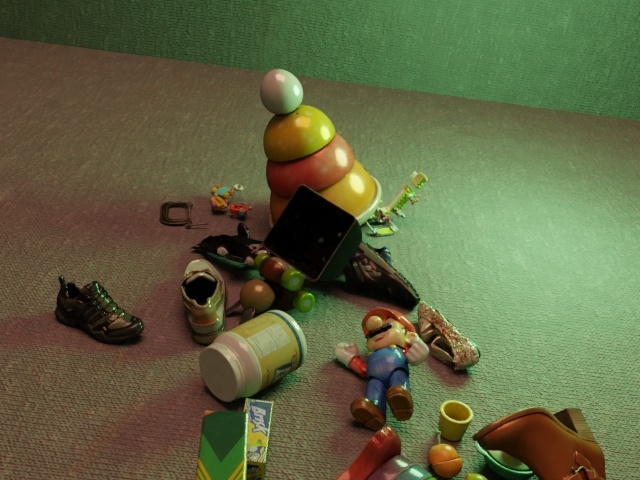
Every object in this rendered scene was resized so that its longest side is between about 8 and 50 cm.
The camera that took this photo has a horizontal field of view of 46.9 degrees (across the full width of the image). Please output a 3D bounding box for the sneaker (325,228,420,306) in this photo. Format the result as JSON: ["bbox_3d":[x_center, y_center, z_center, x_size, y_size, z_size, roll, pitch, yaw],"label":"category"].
[{"bbox_3d":[0.135,0.100,1.974,0.283,0.124,0.107,42,3,15],"label":"sneaker"}]

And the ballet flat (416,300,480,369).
[{"bbox_3d":[0.289,0.228,1.784,0.077,0.091,0.241,-28,37,-15],"label":"ballet flat"}]

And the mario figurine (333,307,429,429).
[{"bbox_3d":[0.128,0.249,1.617,0.198,0.170,0.320,7,31,2],"label":"mario figurine"}]

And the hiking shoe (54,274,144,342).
[{"bbox_3d":[-0.507,0.154,1.678,0.227,0.114,0.086,15,30,13],"label":"hiking shoe"}]

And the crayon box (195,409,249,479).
[{"bbox_3d":[-0.160,0.448,1.151,0.081,0.202,0.318,4,29,-6],"label":"crayon box"}]

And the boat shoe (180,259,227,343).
[{"bbox_3d":[-0.283,0.119,1.795,0.113,0.103,0.302,-12,32,-11],"label":"boat shoe"}]

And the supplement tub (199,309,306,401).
[{"bbox_3d":[-0.143,0.246,1.575,0.144,0.144,0.200,29,36,33],"label":"supplement tub"}]

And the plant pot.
[{"bbox_3d":[0.000,0.000,1.885,0.187,0.188,0.167,33,-1,28],"label":"plant pot"}]

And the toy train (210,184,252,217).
[{"bbox_3d":[-0.281,-0.116,2.292,0.125,0.046,0.166,2,33,-14],"label":"toy train"}]

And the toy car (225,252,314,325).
[{"bbox_3d":[-0.141,0.144,1.812,0.188,0.149,0.155,-39,36,-20],"label":"toy car"}]

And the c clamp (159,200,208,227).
[{"bbox_3d":[-0.415,-0.078,2.217,0.137,0.022,0.160,-5,33,-13],"label":"c clamp"}]

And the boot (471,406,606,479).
[{"bbox_3d":[0.419,0.426,1.351,0.283,0.109,0.220,9,54,-35],"label":"boot"}]

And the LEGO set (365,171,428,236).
[{"bbox_3d":[0.227,-0.097,2.291,0.287,0.132,0.107,-24,43,-10],"label":"LEGO set"}]

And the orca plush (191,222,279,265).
[{"bbox_3d":[-0.216,0.003,1.995,0.151,0.102,0.287,13,0,-43],"label":"orca plush"}]

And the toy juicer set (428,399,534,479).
[{"bbox_3d":[0.366,0.432,1.426,0.329,0.089,0.209,19,31,18],"label":"toy juicer set"}]

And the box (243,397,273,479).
[{"bbox_3d":[-0.128,0.383,1.427,0.059,0.054,0.169,7,28,-2],"label":"box"}]

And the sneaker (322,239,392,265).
[{"bbox_3d":[0.098,0.034,2.070,0.221,0.087,0.083,10,28,4],"label":"sneaker"}]

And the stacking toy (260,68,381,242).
[{"bbox_3d":[-0.046,-0.261,2.097,0.351,0.480,0.350,-15,32,10],"label":"stacking toy"}]

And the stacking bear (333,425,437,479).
[{"bbox_3d":[0.168,0.480,1.230,0.175,0.164,0.289,-46,62,-6],"label":"stacking bear"}]
